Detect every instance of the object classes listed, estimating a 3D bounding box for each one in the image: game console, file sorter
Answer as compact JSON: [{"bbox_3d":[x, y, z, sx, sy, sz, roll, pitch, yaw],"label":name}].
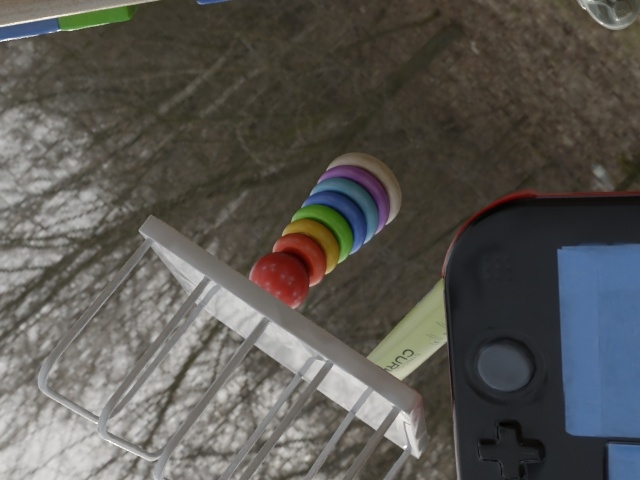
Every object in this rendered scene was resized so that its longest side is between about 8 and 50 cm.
[{"bbox_3d":[0.283,0.127,0.640,0.060,0.386,0.342,-41,-52,-67],"label":"game console"},{"bbox_3d":[-0.069,0.148,0.818,0.277,0.173,0.193,32,166,19],"label":"file sorter"}]

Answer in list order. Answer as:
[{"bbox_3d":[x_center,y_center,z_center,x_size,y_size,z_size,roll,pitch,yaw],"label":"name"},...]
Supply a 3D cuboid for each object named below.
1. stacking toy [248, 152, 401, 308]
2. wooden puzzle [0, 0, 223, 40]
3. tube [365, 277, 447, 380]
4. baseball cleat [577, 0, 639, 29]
[{"bbox_3d":[0.000,0.000,1.458,0.141,0.141,0.330,46,-134,-6],"label":"stacking toy"},{"bbox_3d":[-0.098,-0.224,0.671,0.348,0.321,0.081,-94,-7,-57],"label":"wooden puzzle"},{"bbox_3d":[0.117,0.132,1.197,0.070,0.240,0.062,35,-140,-5],"label":"tube"},{"bbox_3d":[0.245,-0.298,0.914,0.109,0.072,0.206,-68,-45,-77],"label":"baseball cleat"}]
